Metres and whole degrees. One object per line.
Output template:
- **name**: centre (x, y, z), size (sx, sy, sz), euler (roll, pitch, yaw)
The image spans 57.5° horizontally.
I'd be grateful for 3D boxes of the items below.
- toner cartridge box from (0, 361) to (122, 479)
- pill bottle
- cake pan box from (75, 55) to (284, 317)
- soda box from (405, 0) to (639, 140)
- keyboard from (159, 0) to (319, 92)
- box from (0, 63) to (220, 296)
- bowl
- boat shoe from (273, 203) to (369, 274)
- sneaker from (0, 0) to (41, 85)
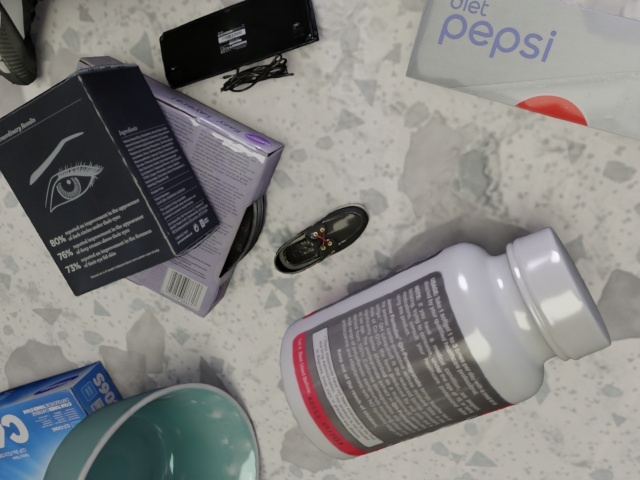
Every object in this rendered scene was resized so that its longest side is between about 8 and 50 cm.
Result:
- **toner cartridge box**: centre (-0.468, 0.322, 0.948), size (0.348, 0.075, 0.165), euler (-20, 105, 22)
- **pill bottle**: centre (0.128, 0.110, 0.637), size (0.319, 0.176, 0.176), euler (-28, 101, 24)
- **cake pan box**: centre (-0.201, -0.061, 0.728), size (0.267, 0.070, 0.245), euler (26, 117, 5)
- **soda box**: centre (0.233, -0.167, 0.547), size (0.287, 0.091, 0.098), euler (18, 115, 9)
- **keyboard**: centre (-0.091, -0.214, 0.663), size (0.192, 0.038, 0.100), euler (-11, 84, 21)
- **box**: centre (-0.235, -0.066, 0.640), size (0.153, 0.108, 0.207), euler (-19, 103, 22)
- **bowl**: centre (-0.247, 0.342, 0.795), size (0.163, 0.312, 0.311), euler (-1, 111, 37)
- **boat shoe**: centre (0.001, 0.002, 0.708), size (0.133, 0.042, 0.048), euler (-30, 98, 23)
- **sneaker**: centre (-0.354, -0.292, 0.669), size (0.106, 0.078, 0.234), euler (-9, 127, -7)
